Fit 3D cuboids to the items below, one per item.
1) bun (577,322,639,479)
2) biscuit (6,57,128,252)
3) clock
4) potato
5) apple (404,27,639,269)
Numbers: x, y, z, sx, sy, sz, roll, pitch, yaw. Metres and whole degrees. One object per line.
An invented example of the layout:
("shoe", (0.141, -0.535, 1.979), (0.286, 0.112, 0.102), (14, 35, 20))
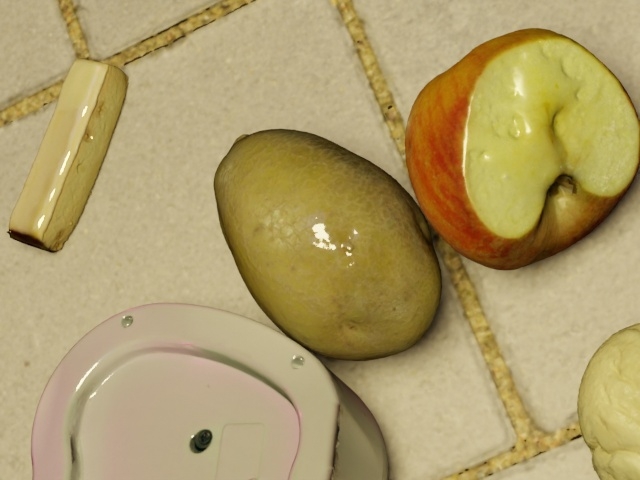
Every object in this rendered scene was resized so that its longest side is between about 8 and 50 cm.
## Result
("bun", (0.284, 0.141, 1.009), (0.164, 0.111, 0.188), (-32, 66, 4))
("biscuit", (-0.238, -0.082, 1.251), (0.052, 0.056, 0.188), (16, 80, 20))
("clock", (-0.115, 0.213, 1.071), (0.339, 0.102, 0.338), (-11, 58, 19))
("potato", (0.000, 0.000, 1.092), (0.160, 0.177, 0.235), (-20, 45, -33))
("apple", (0.160, -0.072, 1.071), (0.195, 0.160, 0.173), (-26, 82, -15))
